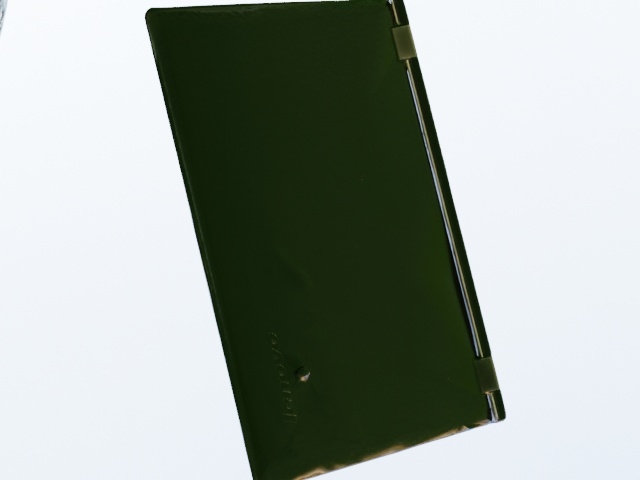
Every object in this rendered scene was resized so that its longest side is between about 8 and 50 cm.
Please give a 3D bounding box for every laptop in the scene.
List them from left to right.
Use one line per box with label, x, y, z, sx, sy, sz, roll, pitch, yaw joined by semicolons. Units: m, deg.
laptop;0.000;0.000;1.439;0.236;0.408;0.382;-12;-94;-7

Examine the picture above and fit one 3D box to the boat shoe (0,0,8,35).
boat shoe;-0.363;-0.122;1.108;0.156;0.187;0.500;19;-157;2
